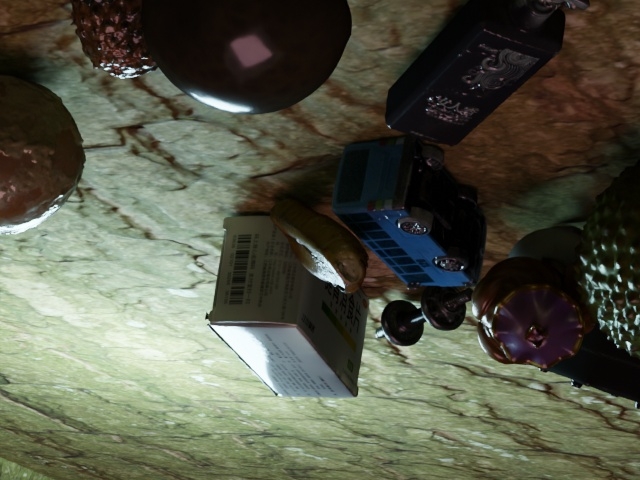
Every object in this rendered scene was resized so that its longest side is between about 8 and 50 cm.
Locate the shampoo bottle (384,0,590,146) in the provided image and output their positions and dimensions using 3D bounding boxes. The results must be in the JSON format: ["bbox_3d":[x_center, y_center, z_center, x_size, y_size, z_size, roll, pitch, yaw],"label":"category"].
[{"bbox_3d":[0.174,-0.197,1.360,0.098,0.071,0.309,19,152,-15],"label":"shampoo bottle"}]

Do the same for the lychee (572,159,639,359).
[{"bbox_3d":[0.429,0.026,1.516,0.270,0.270,0.320,22,170,-26],"label":"lychee"}]

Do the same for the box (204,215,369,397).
[{"bbox_3d":[-0.043,0.108,1.979,0.145,0.173,0.333,-2,154,19],"label":"box"}]

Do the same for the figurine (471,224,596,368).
[{"bbox_3d":[0.287,0.071,1.675,0.189,0.263,0.142,-8,107,29],"label":"figurine"}]

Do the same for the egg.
[{"bbox_3d":[-0.407,-0.105,1.611,0.245,0.203,0.203,-5,152,31],"label":"egg"}]

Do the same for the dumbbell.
[{"bbox_3d":[0.161,0.117,2.038,0.082,0.081,0.254,21,154,-24],"label":"dumbbell"}]

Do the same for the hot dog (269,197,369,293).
[{"bbox_3d":[-0.001,-0.001,1.710,0.083,0.068,0.289,66,172,-21],"label":"hot dog"}]

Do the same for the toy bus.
[{"bbox_3d":[0.120,-0.031,1.690,0.134,0.116,0.234,-5,150,30],"label":"toy bus"}]

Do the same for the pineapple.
[{"bbox_3d":[-0.215,-0.258,1.335,0.108,0.108,0.197,5,147,9],"label":"pineapple"}]

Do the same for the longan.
[{"bbox_3d":[-0.068,-0.216,1.268,0.198,0.198,0.212,25,147,-31],"label":"longan"}]

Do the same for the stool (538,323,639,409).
[{"bbox_3d":[0.408,0.149,1.871,0.232,0.141,0.232,20,-179,0],"label":"stool"}]
